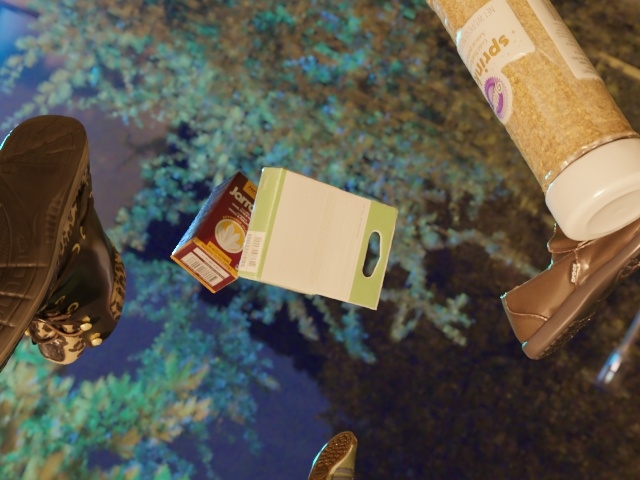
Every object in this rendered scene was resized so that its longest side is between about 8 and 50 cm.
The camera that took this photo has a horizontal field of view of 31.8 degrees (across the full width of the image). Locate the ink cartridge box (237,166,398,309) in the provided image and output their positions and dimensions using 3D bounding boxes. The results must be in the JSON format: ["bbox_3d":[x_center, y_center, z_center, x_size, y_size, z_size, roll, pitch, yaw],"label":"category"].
[{"bbox_3d":[0.000,0.000,1.713,0.235,0.171,0.056,17,173,-37],"label":"ink cartridge box"}]

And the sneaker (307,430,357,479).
[{"bbox_3d":[0.026,0.435,1.997,0.086,0.064,0.192,61,-142,-24],"label":"sneaker"}]

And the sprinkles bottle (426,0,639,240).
[{"bbox_3d":[0.240,-0.173,1.233,0.121,0.121,0.355,13,-135,-51],"label":"sprinkles bottle"}]

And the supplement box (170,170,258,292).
[{"bbox_3d":[-0.165,-0.016,1.967,0.104,0.081,0.188,42,-132,-16],"label":"supplement box"}]

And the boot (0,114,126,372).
[{"bbox_3d":[-0.350,0.069,1.381,0.138,0.377,0.284,5,146,9],"label":"boot"}]

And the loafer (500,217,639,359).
[{"bbox_3d":[0.389,0.010,1.616,0.130,0.366,0.134,47,-161,19],"label":"loafer"}]
